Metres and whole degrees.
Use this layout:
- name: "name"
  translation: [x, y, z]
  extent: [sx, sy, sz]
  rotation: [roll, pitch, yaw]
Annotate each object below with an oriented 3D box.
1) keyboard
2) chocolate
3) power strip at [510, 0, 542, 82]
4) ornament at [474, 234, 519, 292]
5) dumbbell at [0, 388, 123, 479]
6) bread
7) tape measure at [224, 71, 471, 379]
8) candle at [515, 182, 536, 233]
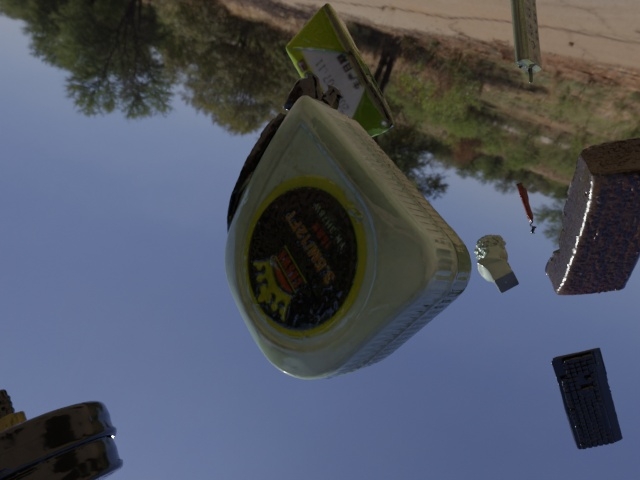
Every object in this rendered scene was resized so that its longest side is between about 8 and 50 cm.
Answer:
- name: "keyboard"
  translation: [0.426, 0.257, 0.713]
  extent: [0.074, 0.196, 0.015]
  rotation: [-18, -159, 19]
- name: "chocolate"
  translation: [0.059, -0.375, 1.081]
  extent: [0.288, 0.137, 0.301]
  rotation: [60, -164, -9]
- name: "power strip"
  translation: [0.518, -0.523, 1.130]
  extent: [0.092, 0.268, 0.034]
  rotation: [5, 171, -41]
- name: "ornament"
  translation: [0.629, 0.075, 1.634]
  extent: [0.120, 0.130, 0.285]
  rotation: [-22, -162, 23]
- name: "dumbbell"
  translation: [-0.238, 0.318, 0.403]
  extent: [0.185, 0.185, 0.388]
  rotation: [-8, -117, -53]
- name: "bread"
  translation: [0.607, -0.035, 0.960]
  extent: [0.165, 0.416, 0.113]
  rotation: [-9, -131, 9]
- name: "tape measure"
  translation: [0.000, 0.000, 0.418]
  extent: [0.115, 0.207, 0.235]
  rotation: [5, -137, -50]
- name: "candle"
  translation: [0.639, -0.101, 1.383]
  extent: [0.026, 0.167, 0.021]
  rotation: [-11, 161, 8]
